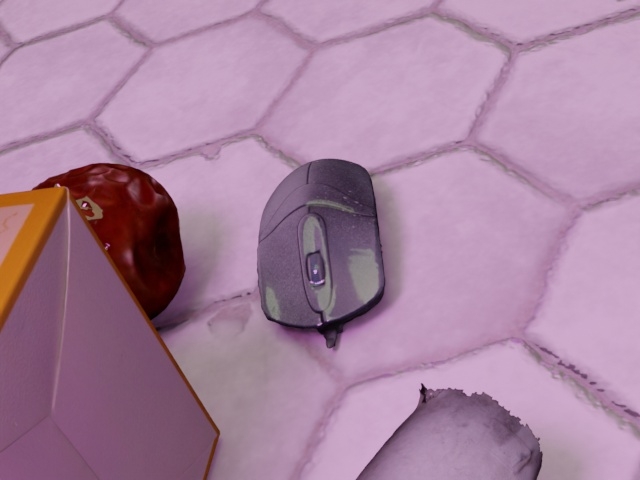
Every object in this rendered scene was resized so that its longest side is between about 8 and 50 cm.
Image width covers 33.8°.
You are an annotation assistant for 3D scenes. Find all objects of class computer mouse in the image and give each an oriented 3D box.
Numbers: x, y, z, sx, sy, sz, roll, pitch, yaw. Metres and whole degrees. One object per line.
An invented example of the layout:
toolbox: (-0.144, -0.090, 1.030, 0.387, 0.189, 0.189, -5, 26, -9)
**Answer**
computer mouse: (-0.002, -0.005, 0.937, 0.113, 0.068, 0.229, -16, 41, 12)

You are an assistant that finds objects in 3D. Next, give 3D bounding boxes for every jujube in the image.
jujube: (-0.236, 0.018, 0.967, 0.230, 0.155, 0.155, -15, 41, 20)

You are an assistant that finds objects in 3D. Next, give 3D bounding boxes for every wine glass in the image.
wine glass: (0.058, 0.195, 0.659, 0.111, 0.111, 0.204, 13, 56, 36)

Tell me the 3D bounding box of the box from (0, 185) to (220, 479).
box: (-0.236, 0.158, 0.707, 0.213, 0.284, 0.260, -6, 43, 18)
